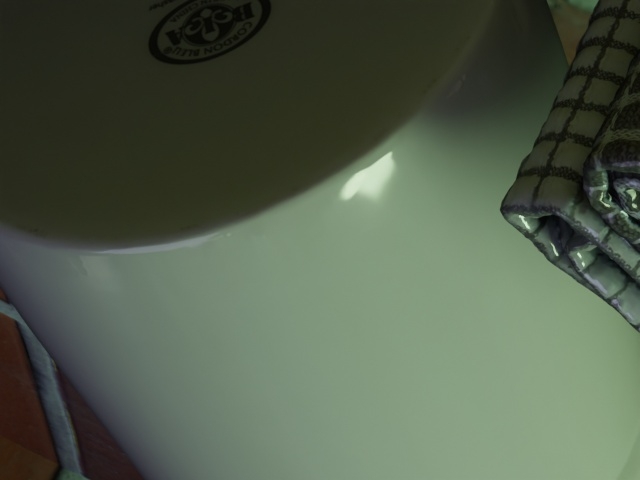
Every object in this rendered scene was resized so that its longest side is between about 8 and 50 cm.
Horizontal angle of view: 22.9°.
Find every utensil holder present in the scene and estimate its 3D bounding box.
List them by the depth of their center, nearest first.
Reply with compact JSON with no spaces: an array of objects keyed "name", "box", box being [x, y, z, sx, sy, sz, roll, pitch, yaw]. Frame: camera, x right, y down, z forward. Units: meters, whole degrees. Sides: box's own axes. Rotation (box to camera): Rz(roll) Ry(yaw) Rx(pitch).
[{"name":"utensil holder","box":[0.000,0.000,0.866,0.328,0.327,0.385,14,150,30]}]

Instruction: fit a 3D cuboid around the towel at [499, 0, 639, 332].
[{"name":"towel","box":[0.240,-0.027,0.663,0.284,0.235,0.121,36,149,-15]}]
